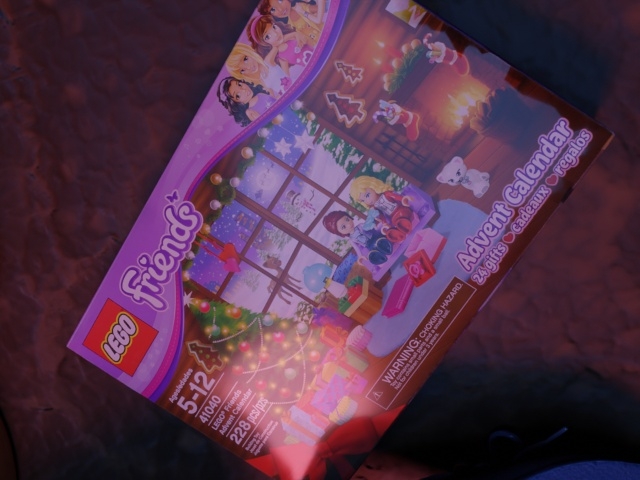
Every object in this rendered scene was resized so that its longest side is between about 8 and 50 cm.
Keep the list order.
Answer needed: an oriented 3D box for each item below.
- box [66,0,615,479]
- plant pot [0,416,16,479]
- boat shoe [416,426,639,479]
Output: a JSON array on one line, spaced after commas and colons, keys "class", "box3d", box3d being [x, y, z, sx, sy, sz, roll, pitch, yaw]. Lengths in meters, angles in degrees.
[{"class": "box", "box3d": [0.000, 0.000, 0.422, 0.201, 0.057, 0.293, 33, 106, -1]}, {"class": "plant pot", "box3d": [-0.392, 0.195, 0.450, 0.291, 0.203, 0.290, 2, 105, 8]}, {"class": "boat shoe", "box3d": [0.103, 0.169, 0.431, 0.258, 0.089, 0.109, 1, 91, -15]}]
